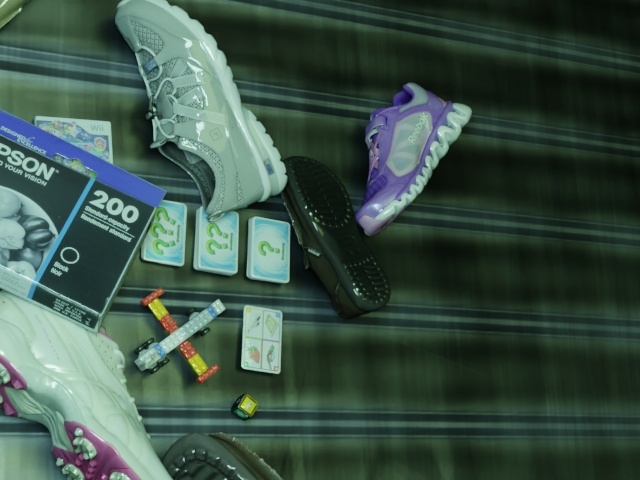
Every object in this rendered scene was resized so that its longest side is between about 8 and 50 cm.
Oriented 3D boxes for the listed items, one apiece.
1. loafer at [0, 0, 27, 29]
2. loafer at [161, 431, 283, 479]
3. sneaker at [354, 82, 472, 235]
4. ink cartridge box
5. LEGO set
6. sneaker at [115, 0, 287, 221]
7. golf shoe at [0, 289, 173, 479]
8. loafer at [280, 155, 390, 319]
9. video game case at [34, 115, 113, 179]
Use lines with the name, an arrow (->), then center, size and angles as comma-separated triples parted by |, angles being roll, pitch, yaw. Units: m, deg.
loafer -> -0.350, -0.272, 1.417 | 0.056, 0.050, 0.148 | 43, 60, -12
loafer -> -0.032, 0.345, 1.392 | 0.366, 0.134, 0.130 | 50, 22, -6
sneaker -> 0.092, -0.108, 1.598 | 0.104, 0.095, 0.236 | 38, 56, -7
ink cartridge box -> -0.282, -0.034, 1.339 | 0.206, 0.045, 0.208 | 26, 50, -7
LEGO set -> -0.114, 0.074, 1.445 | 0.182, 0.060, 0.244 | 11, 68, -25
sneaker -> -0.153, -0.151, 1.461 | 0.115, 0.105, 0.281 | -36, 91, -26
golf shoe -> -0.230, 0.162, 1.317 | 0.306, 0.115, 0.140 | 47, 50, -3
loafer -> 0.000, 0.000, 1.519 | 0.080, 0.078, 0.220 | -4, 60, -42
video game case -> -0.271, -0.076, 1.427 | 0.087, 0.011, 0.122 | 2, 75, -28
